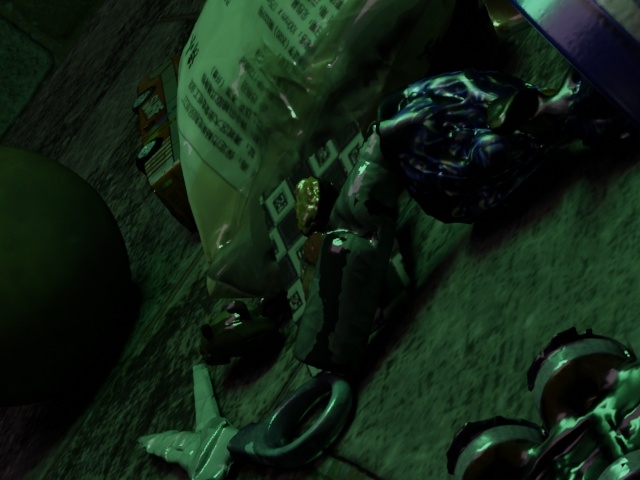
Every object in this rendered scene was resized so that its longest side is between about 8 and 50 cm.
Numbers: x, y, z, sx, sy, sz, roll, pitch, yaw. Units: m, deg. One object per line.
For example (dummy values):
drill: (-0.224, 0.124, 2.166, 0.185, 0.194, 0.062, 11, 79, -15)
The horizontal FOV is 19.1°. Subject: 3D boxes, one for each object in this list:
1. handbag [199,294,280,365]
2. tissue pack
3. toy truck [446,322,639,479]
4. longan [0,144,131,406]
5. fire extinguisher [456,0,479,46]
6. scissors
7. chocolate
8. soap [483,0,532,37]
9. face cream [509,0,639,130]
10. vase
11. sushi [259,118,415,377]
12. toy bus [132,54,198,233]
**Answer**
handbag: (-0.082, 0.089, 1.787, 0.111, 0.072, 0.047, -34, 70, 57)
tissue pack: (-0.017, -0.170, 1.877, 0.390, 0.195, 0.375, -57, 21, 20)
toy truck: (0.197, 0.111, 0.919, 0.367, 0.175, 0.146, -48, 21, 15)
longan: (-0.376, 0.038, 2.179, 0.319, 0.319, 0.319, -45, 20, 22)
fire extinguisher: (0.189, -0.258, 1.728, 0.337, 0.106, 0.147, -178, 98, -69)
scissors: (-0.094, 0.187, 1.700, 0.256, 0.029, 0.383, -53, 18, 0)
chocolate: (0.191, -0.107, 1.446, 0.148, 0.126, 0.343, -19, -2, -45)
soap: (0.233, -0.246, 1.482, 0.232, 0.073, 0.140, -24, 17, 15)
face cream: (0.225, -0.128, 1.227, 0.111, 0.206, 0.206, -47, 20, 11)
vase: (0.030, 0.003, 1.569, 0.060, 0.060, 0.211, -153, 76, -71)
sushi: (0.000, 0.000, 1.658, 0.139, 0.031, 0.201, -41, 51, 32)
toy bus: (-0.169, -0.125, 2.335, 0.092, 0.093, 0.409, -42, 21, 9)
